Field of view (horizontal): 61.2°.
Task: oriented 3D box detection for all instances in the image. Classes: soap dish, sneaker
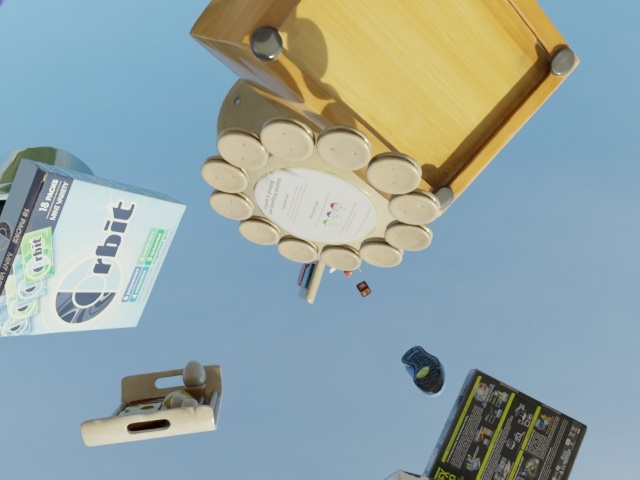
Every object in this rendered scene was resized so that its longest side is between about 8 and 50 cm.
[{"bbox_3d":[0.071,-0.172,0.479,0.229,0.291,0.118,-49,-152,11],"label":"soap dish"},{"bbox_3d":[0.232,0.287,1.133,0.069,0.209,0.082,-38,-84,0],"label":"sneaker"}]

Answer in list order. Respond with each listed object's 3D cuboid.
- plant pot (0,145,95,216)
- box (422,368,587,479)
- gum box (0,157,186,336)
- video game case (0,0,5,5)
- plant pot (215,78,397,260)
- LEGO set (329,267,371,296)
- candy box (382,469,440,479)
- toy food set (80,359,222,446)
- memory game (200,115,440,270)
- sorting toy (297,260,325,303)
[{"bbox_3d":[-0.625,-0.029,1.195,0.341,0.341,0.334,-20,-144,-6],"label":"plant pot"},{"bbox_3d":[0.317,0.400,0.965,0.216,0.060,0.270,26,-103,10],"label":"box"},{"bbox_3d":[-0.236,0.014,0.549,0.041,0.184,0.157,26,-84,24],"label":"gum box"},{"bbox_3d":[-0.439,-0.402,0.650,0.061,0.244,0.269,30,-105,3],"label":"video game case"},{"bbox_3d":[-0.026,-0.129,0.718,0.284,0.191,0.284,-8,-107,27],"label":"plant pot"},{"bbox_3d":[0.015,0.003,1.072,0.060,0.244,0.182,-32,-166,-1],"label":"LEGO set"},{"bbox_3d":[0.164,0.426,0.815,0.196,0.165,0.070,19,-136,-13],"label":"candy box"},{"bbox_3d":[-0.311,0.304,1.059,0.219,0.306,0.092,-6,-90,-7],"label":"toy food set"},{"bbox_3d":[-0.002,-0.027,0.414,0.186,0.186,0.012,7,-120,13],"label":"memory game"},{"bbox_3d":[0.000,0.000,1.350,0.041,0.229,0.307,18,-95,-5],"label":"sorting toy"}]
